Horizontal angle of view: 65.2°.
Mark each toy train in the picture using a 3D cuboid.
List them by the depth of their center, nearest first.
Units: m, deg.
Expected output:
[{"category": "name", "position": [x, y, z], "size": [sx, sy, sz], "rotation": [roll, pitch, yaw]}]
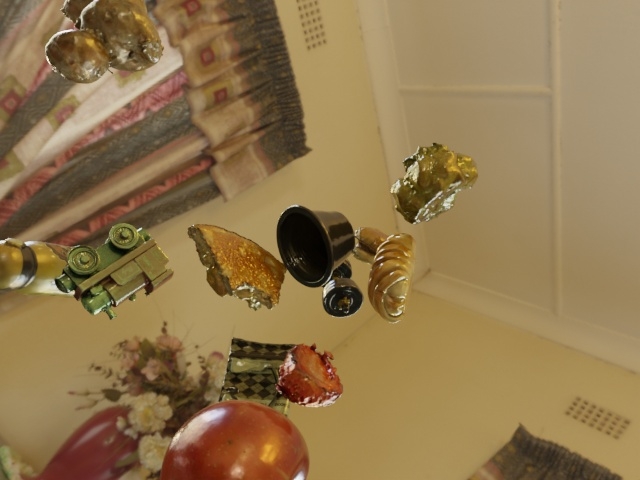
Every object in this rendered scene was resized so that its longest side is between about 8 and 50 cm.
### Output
[{"category": "toy train", "position": [-0.608, 0.093, 1.487], "size": [0.221, 0.304, 0.150], "rotation": [52, -36, -2]}]

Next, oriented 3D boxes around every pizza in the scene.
[{"category": "pizza", "position": [-0.205, 0.081, 1.284], "size": [0.089, 0.323, 0.223], "rotation": [-38, -134, 25]}]

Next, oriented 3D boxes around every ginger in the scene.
[{"category": "ginger", "position": [-0.519, -0.539, 1.234], "size": [0.176, 0.256, 0.375], "rotation": [93, -11, -55]}]

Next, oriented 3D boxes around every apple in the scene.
[{"category": "apple", "position": [-0.141, 0.393, 0.839], "size": [0.216, 0.260, 0.260], "rotation": [20, -43, 19]}]

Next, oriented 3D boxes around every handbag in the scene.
[{"category": "handbag", "position": [-0.270, 0.602, 2.021], "size": [0.317, 0.416, 0.180], "rotation": [9, -44, -2]}]

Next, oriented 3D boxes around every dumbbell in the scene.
[{"category": "dumbbell", "position": [0.077, 0.199, 2.280], "size": [0.388, 0.185, 0.185], "rotation": [-108, -175, -58]}]

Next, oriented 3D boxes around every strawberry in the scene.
[{"category": "strawberry", "position": [-0.021, 0.259, 0.941], "size": [0.121, 0.082, 0.188], "rotation": [33, 5, 1]}]

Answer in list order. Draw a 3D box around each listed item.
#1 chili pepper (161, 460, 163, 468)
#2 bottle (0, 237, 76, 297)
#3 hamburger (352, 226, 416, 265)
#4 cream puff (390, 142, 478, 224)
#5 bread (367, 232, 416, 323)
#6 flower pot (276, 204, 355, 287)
[{"category": "chili pepper", "position": [-0.216, 0.622, 1.216], "size": [0.385, 0.213, 0.167], "rotation": [7, -56, 4]}, {"category": "bottle", "position": [-0.854, 0.085, 1.511], "size": [0.171, 0.171, 0.351], "rotation": [47, 4, 14]}, {"category": "hamburger", "position": [0.225, 0.044, 1.691], "size": [0.262, 0.124, 0.131], "rotation": [23, 4, -27]}, {"category": "cream puff", "position": [0.323, -0.181, 1.477], "size": [0.185, 0.282, 0.282], "rotation": [55, -29, 20]}, {"category": "bread", "position": [0.204, 0.092, 1.419], "size": [0.121, 0.311, 0.173], "rotation": [7, -64, 11]}, {"category": "flower pot", "position": [0.000, 0.000, 1.414], "size": [0.235, 0.148, 0.235], "rotation": [21, -59, 41]}]
